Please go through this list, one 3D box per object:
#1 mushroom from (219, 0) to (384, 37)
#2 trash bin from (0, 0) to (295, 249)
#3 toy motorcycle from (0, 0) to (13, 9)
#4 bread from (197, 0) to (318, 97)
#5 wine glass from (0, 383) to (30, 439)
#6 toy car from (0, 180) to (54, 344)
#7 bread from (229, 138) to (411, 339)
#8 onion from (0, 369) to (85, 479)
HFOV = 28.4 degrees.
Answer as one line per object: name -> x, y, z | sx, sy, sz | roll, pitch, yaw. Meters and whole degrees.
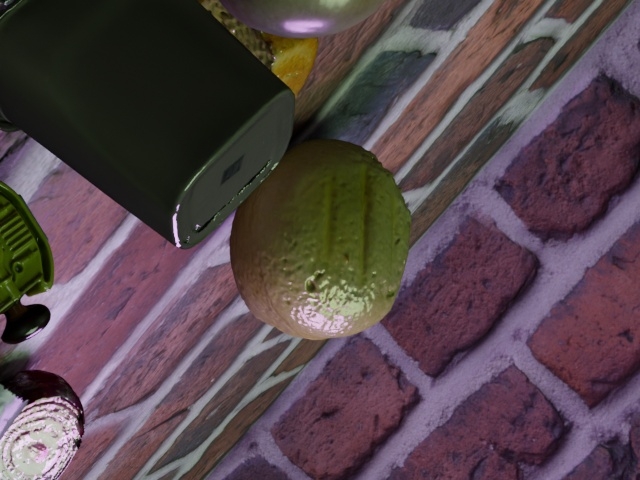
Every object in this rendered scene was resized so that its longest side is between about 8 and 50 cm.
mushroom -> -0.021, -0.322, 1.299 | 0.207, 0.207, 0.215 | -34, 130, -34
trash bin -> -0.173, -0.140, 1.232 | 0.219, 0.250, 0.220 | -46, 167, -16
toy motorcycle -> -0.243, -0.268, 1.011 | 0.122, 0.080, 0.215 | -36, 161, -26
bread -> -0.083, -0.213, 1.486 | 0.139, 0.143, 0.229 | -33, 165, -35
wine glass -> -0.540, 0.286, 1.693 | 0.321, 0.143, 0.143 | -42, 166, -4
toy car -> -0.402, 0.044, 1.311 | 0.142, 0.200, 0.248 | -18, -165, 39
bread -> 0.005, -0.002, 2.036 | 0.320, 0.320, 0.237 | -37, -175, -24
onion -> -0.469, 0.269, 1.888 | 0.195, 0.140, 0.218 | -50, 131, -1
